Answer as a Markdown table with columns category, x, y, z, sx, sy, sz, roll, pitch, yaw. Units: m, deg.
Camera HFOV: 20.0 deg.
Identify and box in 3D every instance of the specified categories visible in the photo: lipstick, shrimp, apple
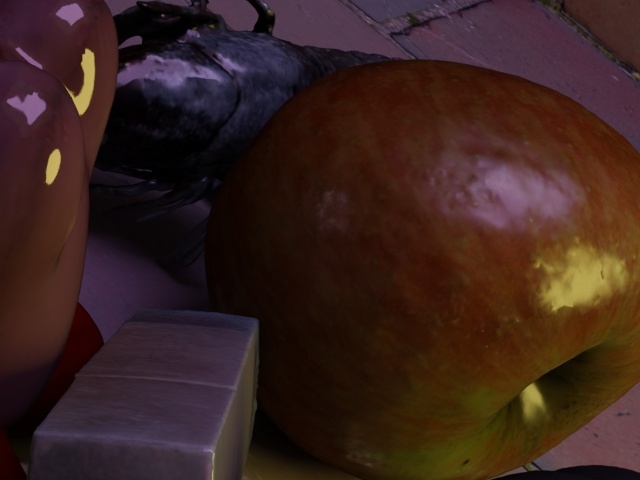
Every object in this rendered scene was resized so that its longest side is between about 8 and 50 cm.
| category | x | y | z | sx | sy | sz | roll | pitch | yaw |
| --- | --- | --- | --- | --- | --- | --- | --- | --- | --- |
| lipstick | -0.075 | 0.094 | 0.866 | 0.076 | 0.079 | 0.371 | 5 | 6 | 0 |
| shrimp | -0.059 | -0.094 | 1.266 | 0.411 | 0.166 | 0.221 | -3 | 83 | -30 |
| apple | 0.074 | 0.011 | 1.158 | 0.250 | 0.277 | 0.309 | 55 | 15 | 28 |

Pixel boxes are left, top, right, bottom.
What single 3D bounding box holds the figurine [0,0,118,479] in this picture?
| category | x | y | z | sx | sy | sz | roll | pitch | yaw |
| --- | --- | --- | --- | --- | --- | --- | --- | --- | --- |
| figurine | -0.212 | 0.010 | 0.855 | 0.211 | 0.261 | 0.269 | 7 | 27 | -2 |

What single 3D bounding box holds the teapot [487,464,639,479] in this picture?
| category | x | y | z | sx | sy | sz | roll | pitch | yaw |
| --- | --- | --- | --- | --- | --- | --- | --- | --- | --- |
| teapot | 0.041 | 0.195 | 0.812 | 0.239 | 0.239 | 0.321 | 0 | 45 | -38 |
